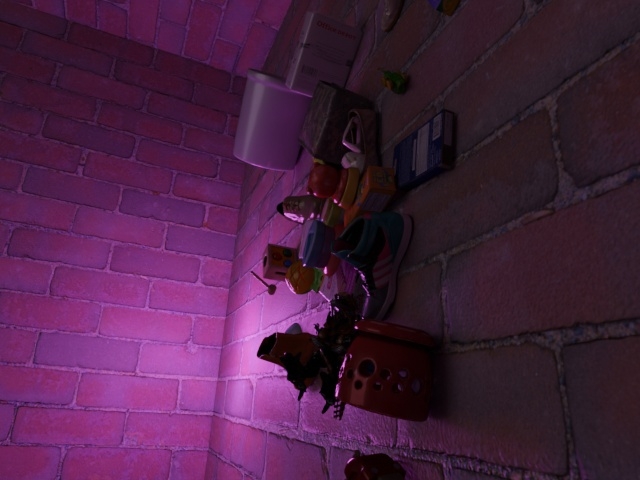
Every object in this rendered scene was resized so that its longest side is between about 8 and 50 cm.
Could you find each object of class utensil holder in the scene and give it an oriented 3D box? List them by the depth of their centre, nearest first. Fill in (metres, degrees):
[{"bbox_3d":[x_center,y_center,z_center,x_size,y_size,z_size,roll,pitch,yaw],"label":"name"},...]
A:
[{"bbox_3d":[-0.214,-0.551,2.095,0.328,0.327,0.386,-122,45,-61],"label":"utensil holder"}]

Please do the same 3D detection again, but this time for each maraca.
[{"bbox_3d":[-0.053,0.131,1.627,0.185,0.099,0.128,-1,80,42],"label":"maraca"}]

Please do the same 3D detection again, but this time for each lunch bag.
[{"bbox_3d":[0.033,-0.417,1.584,0.236,0.168,0.287,-70,27,21],"label":"lunch bag"}]

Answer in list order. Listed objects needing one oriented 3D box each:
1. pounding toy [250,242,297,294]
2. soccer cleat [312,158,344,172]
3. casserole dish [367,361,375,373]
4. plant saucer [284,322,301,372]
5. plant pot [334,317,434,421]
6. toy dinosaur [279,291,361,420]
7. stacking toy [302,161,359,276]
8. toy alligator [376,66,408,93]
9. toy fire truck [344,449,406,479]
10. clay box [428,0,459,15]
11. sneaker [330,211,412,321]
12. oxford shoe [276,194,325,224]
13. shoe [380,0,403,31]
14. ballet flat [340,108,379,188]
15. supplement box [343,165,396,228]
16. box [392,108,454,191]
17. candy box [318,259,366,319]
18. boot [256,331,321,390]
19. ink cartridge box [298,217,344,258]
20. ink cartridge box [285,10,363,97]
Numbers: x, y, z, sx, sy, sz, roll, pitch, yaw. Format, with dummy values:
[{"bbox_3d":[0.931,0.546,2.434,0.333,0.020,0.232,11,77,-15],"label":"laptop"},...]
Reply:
[{"bbox_3d":[-0.188,0.115,1.857,0.206,0.180,0.094,-98,29,-42],"label":"pounding toy"},{"bbox_3d":[0.024,-0.229,1.615,0.289,0.093,0.121,-119,38,-61],"label":"soccer cleat"},{"bbox_3d":[0.143,0.270,1.119,0.188,0.036,0.114,158,122,-65],"label":"casserole dish"},{"bbox_3d":[-0.123,0.410,1.737,0.195,0.037,0.195,-169,90,-70],"label":"plant saucer"},{"bbox_3d":[0.137,0.257,0.927,0.191,0.190,0.174,169,115,-68],"label":"plant pot"},{"bbox_3d":[0.046,0.294,1.099,0.164,0.218,0.322,-14,97,41],"label":"toy dinosaur"},{"bbox_3d":[-0.006,-0.057,1.323,0.279,0.130,0.310,143,140,-75],"label":"stacking toy"},{"bbox_3d":[0.208,-0.460,1.318,0.190,0.056,0.051,-114,0,-57],"label":"toy alligator"},{"bbox_3d":[0.094,0.540,0.988,0.246,0.158,0.217,39,117,55],"label":"toy fire truck"},{"bbox_3d":[0.335,-0.677,1.091,0.128,0.053,0.222,-101,29,-44],"label":"clay box"},{"bbox_3d":[0.106,0.063,1.121,0.124,0.178,0.296,-147,70,-68],"label":"sneaker"},{"bbox_3d":[-0.081,-0.119,1.772,0.348,0.130,0.123,169,111,-68],"label":"oxford shoe"},{"bbox_3d":[0.229,-0.764,1.405,0.077,0.058,0.219,-110,37,-55],"label":"shoe"},{"bbox_3d":[0.115,-0.265,1.373,0.107,0.106,0.317,136,140,-56],"label":"ballet flat"},{"bbox_3d":[0.130,-0.103,1.240,0.233,0.080,0.078,118,156,-57],"label":"supplement box"},{"bbox_3d":[0.243,-0.206,1.105,0.225,0.036,0.137,154,125,-66],"label":"box"},{"bbox_3d":[0.078,0.114,1.317,0.233,0.071,0.160,-149,72,-69],"label":"candy box"},{"bbox_3d":[-0.107,0.382,1.462,0.104,0.211,0.295,-99,28,-44],"label":"boot"},{"bbox_3d":[0.000,0.000,1.567,0.190,0.082,0.140,175,106,-70],"label":"ink cartridge box"},{"bbox_3d":[0.010,-0.690,1.729,0.117,0.207,0.283,-119,45,-57],"label":"ink cartridge box"}]
